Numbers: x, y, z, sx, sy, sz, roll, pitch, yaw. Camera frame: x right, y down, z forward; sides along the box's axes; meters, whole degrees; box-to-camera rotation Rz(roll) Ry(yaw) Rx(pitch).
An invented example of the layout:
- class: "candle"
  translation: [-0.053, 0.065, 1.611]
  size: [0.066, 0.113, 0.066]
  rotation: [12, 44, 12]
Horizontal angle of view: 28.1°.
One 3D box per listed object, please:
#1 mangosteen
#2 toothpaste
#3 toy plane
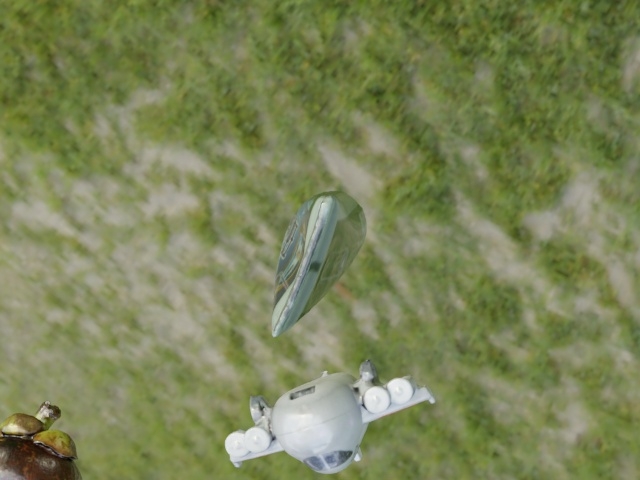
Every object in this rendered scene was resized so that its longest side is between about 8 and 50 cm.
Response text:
- class: "mangosteen"
  translation: [-0.453, 0.354, 1.968]
  size: [0.192, 0.217, 0.192]
  rotation: [11, 152, 6]
- class: "toothpaste"
  translation: [0.000, 0.000, 0.997]
  size: [0.061, 0.098, 0.392]
  rotation: [21, -174, 3]
- class: "toy plane"
  translation: [0.010, 0.210, 1.488]
  size: [0.252, 0.252, 0.118]
  rotation: [-27, 78, 50]
